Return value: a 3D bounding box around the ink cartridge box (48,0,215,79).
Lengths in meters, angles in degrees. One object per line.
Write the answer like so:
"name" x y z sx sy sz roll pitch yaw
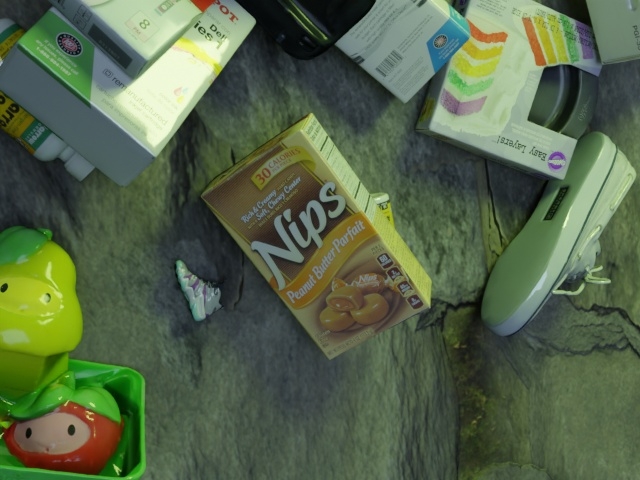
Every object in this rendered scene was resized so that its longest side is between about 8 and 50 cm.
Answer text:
"ink cartridge box" -0.220 -0.330 0.983 0.189 0.066 0.232 43 58 -12

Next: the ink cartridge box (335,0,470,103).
"ink cartridge box" 0.100 -0.316 1.185 0.190 0.082 0.139 38 119 -16

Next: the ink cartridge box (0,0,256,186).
"ink cartridge box" -0.238 -0.242 1.045 0.201 0.117 0.278 40 54 -17

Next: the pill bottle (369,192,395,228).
"pill bottle" 0.083 -0.010 1.256 0.065 0.065 0.116 -15 101 -13

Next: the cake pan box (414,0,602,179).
"cake pan box" 0.306 -0.245 1.289 0.266 0.070 0.246 19 94 -18

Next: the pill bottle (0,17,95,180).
"pill bottle" -0.367 -0.179 1.080 0.208 0.117 0.117 44 84 -17

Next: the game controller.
"game controller" -0.071 -0.396 1.090 0.166 0.067 0.319 -41 106 14

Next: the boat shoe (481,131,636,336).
"boat shoe" 0.403 0.016 1.326 0.156 0.136 0.367 35 77 -20

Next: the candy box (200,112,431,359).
"candy box" 0.000 0.000 1.185 0.183 0.087 0.316 -31 107 21

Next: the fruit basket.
"fruit basket" -0.403 0.183 1.058 0.391 0.283 0.392 -5 115 -10

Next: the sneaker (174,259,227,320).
"sneaker" -0.171 0.064 1.210 0.069 0.038 0.098 -24 112 -13

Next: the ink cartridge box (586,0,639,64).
"ink cartridge box" 0.540 -0.416 1.270 0.283 0.117 0.207 -26 104 -28
